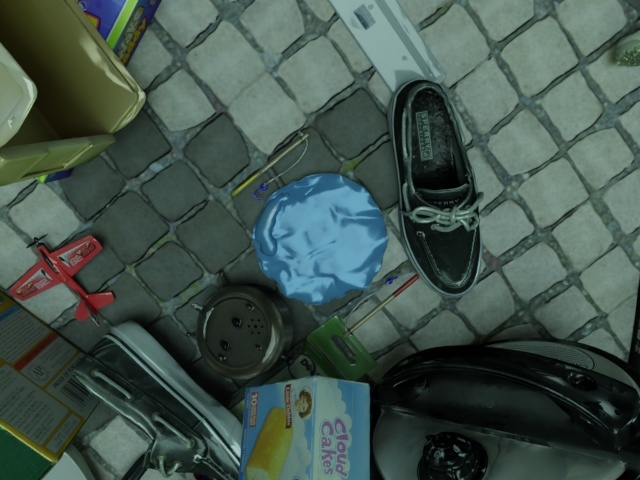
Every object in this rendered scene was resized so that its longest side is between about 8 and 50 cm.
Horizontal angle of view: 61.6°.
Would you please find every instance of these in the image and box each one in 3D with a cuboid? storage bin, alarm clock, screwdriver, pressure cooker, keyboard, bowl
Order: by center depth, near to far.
[{"bbox_3d":[-0.314,-0.192,0.496,0.123,0.262,0.260,-35,102,7],"label":"storage bin"},{"bbox_3d":[0.255,0.318,0.660,0.369,0.375,0.421,-20,104,6],"label":"pressure cooker"},{"bbox_3d":[0.065,-0.295,0.693,0.072,0.014,0.256,-35,102,12],"label":"keyboard"},{"bbox_3d":[-0.090,0.134,0.736,0.192,0.064,0.129,28,93,12],"label":"alarm clock"},{"bbox_3d":[-0.314,0.397,0.800,0.024,0.025,0.170,46,63,-19],"label":"screwdriver"},{"bbox_3d":[-0.410,0.376,0.819,0.142,0.053,0.142,-20,103,4],"label":"bowl"}]

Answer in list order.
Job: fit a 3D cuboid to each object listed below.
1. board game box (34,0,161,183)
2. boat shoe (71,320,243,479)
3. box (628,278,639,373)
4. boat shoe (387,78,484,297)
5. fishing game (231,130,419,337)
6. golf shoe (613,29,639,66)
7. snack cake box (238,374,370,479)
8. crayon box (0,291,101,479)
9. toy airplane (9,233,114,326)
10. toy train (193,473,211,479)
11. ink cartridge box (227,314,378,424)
[{"bbox_3d":[-0.348,-0.280,0.649,0.233,0.078,0.347,31,101,-8],"label":"board game box"},{"bbox_3d":[-0.198,0.263,0.734,0.335,0.121,0.119,42,55,5],"label":"boat shoe"},{"bbox_3d":[0.512,0.224,0.712,0.076,0.242,0.308,0,104,-2],"label":"box"},{"bbox_3d":[0.159,-0.055,0.700,0.113,0.105,0.307,-9,107,2],"label":"boat shoe"},{"bbox_3d":[0.000,0.000,0.748,0.189,0.041,0.264,-42,93,8],"label":"fishing game"},{"bbox_3d":[0.453,-0.289,0.689,0.176,0.069,0.086,-24,76,6],"label":"golf shoe"},{"bbox_3d":[-0.023,0.303,0.626,0.089,0.152,0.265,19,61,-33],"label":"snack cake box"},{"bbox_3d":[-0.446,0.153,0.687,0.323,0.203,0.083,42,100,-10],"label":"crayon box"},{"bbox_3d":[-0.352,0.056,0.756,0.151,0.028,0.151,0,105,0],"label":"toy airplane"},{"bbox_3d":[-0.179,0.426,0.742,0.105,0.248,0.144,21,110,11],"label":"toy train"},{"bbox_3d":[-0.024,0.219,0.787,0.209,0.062,0.109,-38,101,7],"label":"ink cartridge box"}]
